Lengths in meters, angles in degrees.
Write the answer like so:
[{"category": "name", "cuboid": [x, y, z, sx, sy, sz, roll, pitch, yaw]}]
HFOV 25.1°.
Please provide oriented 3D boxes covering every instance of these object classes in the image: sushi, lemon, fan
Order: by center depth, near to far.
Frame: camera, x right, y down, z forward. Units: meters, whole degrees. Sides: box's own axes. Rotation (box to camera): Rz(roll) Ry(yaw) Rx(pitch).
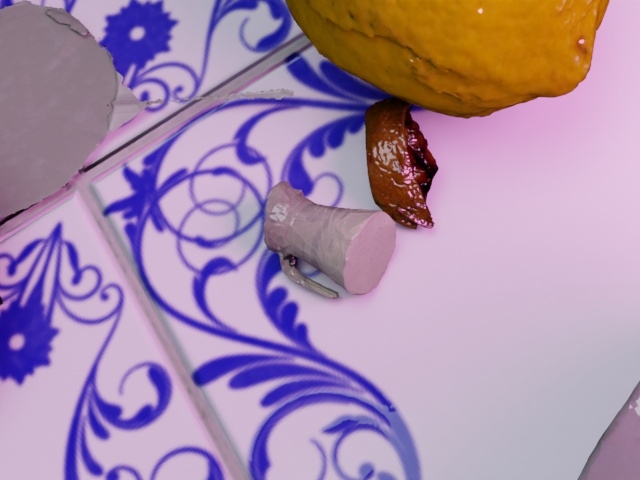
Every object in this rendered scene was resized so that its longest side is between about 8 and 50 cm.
[{"category": "lemon", "cuboid": [0.075, -0.186, 0.909, 0.204, 0.204, 0.260, -42, 64, -5]}, {"category": "sushi", "cuboid": [0.053, -0.054, 0.943, 0.047, 0.050, 0.099, -7, 77, 5]}, {"category": "fan", "cuboid": [-0.164, -0.097, 1.036, 0.310, 0.010, 0.182, 0, 68, 18]}]

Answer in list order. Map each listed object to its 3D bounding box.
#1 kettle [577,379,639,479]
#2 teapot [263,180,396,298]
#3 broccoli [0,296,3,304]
[{"category": "kettle", "cuboid": [0.292, 0.227, 0.676, 0.376, 0.250, 0.361, 33, 100, 22]}, {"category": "teapot", "cuboid": [0.000, 0.000, 0.934, 0.083, 0.057, 0.067, 24, 104, 28]}, {"category": "broccoli", "cuboid": [-0.310, 0.036, 0.938, 0.197, 0.226, 0.176, -6, 44, -13]}]
